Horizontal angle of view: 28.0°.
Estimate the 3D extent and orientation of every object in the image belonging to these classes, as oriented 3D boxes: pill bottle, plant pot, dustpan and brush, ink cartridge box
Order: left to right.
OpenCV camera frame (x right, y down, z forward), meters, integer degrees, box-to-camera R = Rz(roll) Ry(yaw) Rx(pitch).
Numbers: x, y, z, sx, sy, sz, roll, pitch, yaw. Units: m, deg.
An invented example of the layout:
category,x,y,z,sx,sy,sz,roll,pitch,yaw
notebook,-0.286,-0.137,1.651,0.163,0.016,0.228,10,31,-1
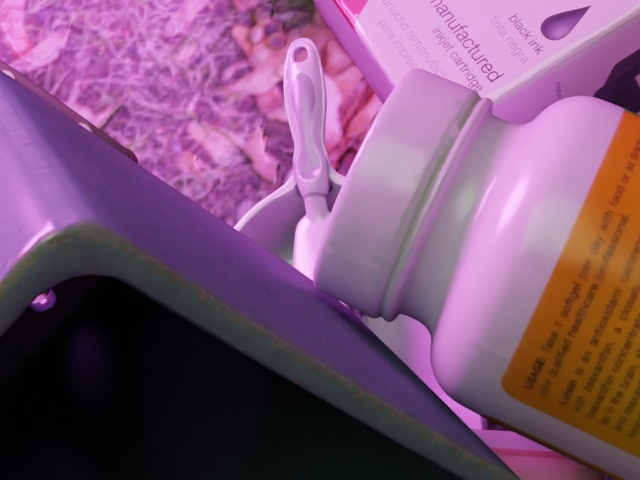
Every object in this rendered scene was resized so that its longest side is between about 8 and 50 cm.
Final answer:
category,x,y,z,sx,sy,sz,roll,pitch,yaw
plant pot,-0.121,0.068,0.523,0.247,0.248,0.252,-47,42,9
dustpan and brush,0.000,0.000,0.639,0.147,0.060,0.211,-9,62,13
ink cartridge box,0.125,-0.148,0.652,0.237,0.100,0.172,-31,60,0
pill bottle,0.128,0.025,0.510,0.245,0.136,0.136,25,73,8

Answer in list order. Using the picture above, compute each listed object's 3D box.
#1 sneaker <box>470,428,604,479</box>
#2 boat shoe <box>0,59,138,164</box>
category,x,y,z,sx,sy,sz,roll,pitch,yaw
sneaker,0.058,0.122,0.566,0.134,0.051,0.070,0,59,12
boat shoe,-0.225,-0.101,0.733,0.091,0.109,0.305,-44,67,-8
